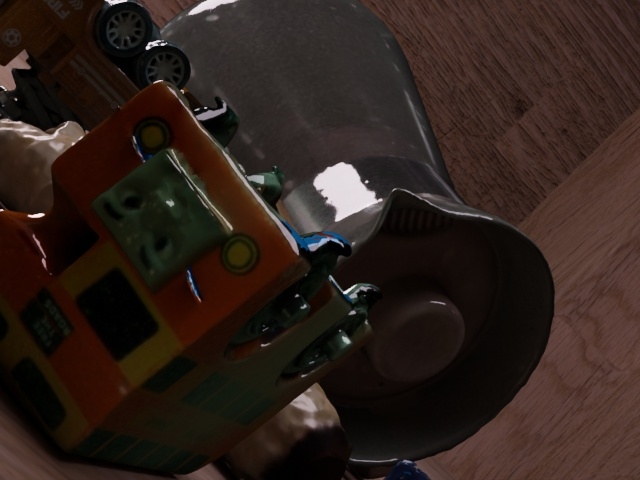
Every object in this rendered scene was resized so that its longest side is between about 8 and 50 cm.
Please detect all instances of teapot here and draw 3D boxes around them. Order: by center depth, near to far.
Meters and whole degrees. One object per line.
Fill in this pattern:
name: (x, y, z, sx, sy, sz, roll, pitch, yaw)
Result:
teapot: (0.000, 0.000, 1.196, 0.344, 0.253, 0.300, -124, -156, -51)

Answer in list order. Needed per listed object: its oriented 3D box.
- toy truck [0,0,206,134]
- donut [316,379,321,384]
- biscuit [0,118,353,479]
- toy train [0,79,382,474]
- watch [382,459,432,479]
toy truck: (-0.159, -0.110, 0.883, 0.178, 0.115, 0.080, 47, -1, -28)
donut: (-0.050, 0.047, 0.833, 0.140, 0.059, 0.140, 43, -3, 3)
biscuit: (-0.069, 0.024, 0.702, 0.219, 0.055, 0.061, 45, 10, 23)
toy train: (-0.040, 0.020, 0.512, 0.072, 0.099, 0.188, 48, -1, 14)
watch: (0.163, 0.269, 0.917, 0.274, 0.068, 0.276, 40, 4, -46)
